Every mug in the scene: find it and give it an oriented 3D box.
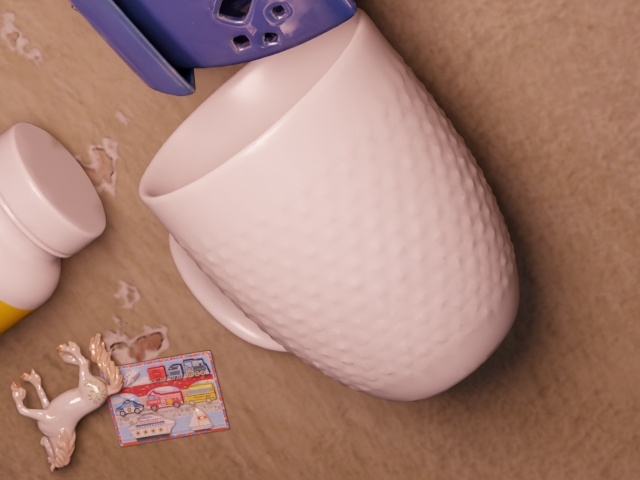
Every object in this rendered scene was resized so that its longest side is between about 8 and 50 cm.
[{"bbox_3d":[0.000,0.000,1.530,0.374,0.276,0.328,-23,115,43],"label":"mug"}]

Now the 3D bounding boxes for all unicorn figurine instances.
[{"bbox_3d":[-0.284,0.183,1.697,0.162,0.060,0.111,-37,93,22],"label":"unicorn figurine"}]

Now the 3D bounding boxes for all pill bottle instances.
[{"bbox_3d":[-0.393,0.028,1.589,0.334,0.188,0.188,-35,102,14],"label":"pill bottle"}]

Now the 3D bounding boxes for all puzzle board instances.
[{"bbox_3d":[-0.173,0.177,1.713,0.128,0.011,0.096,-10,107,8],"label":"puzzle board"}]

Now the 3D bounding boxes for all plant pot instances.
[{"bbox_3d":[-0.126,-0.286,1.413,0.212,0.236,0.236,-31,125,15],"label":"plant pot"}]

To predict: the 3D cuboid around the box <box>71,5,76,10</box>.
[{"bbox_3d":[-0.205,-0.257,1.569,0.067,0.018,0.083,31,107,-6],"label":"box"}]
